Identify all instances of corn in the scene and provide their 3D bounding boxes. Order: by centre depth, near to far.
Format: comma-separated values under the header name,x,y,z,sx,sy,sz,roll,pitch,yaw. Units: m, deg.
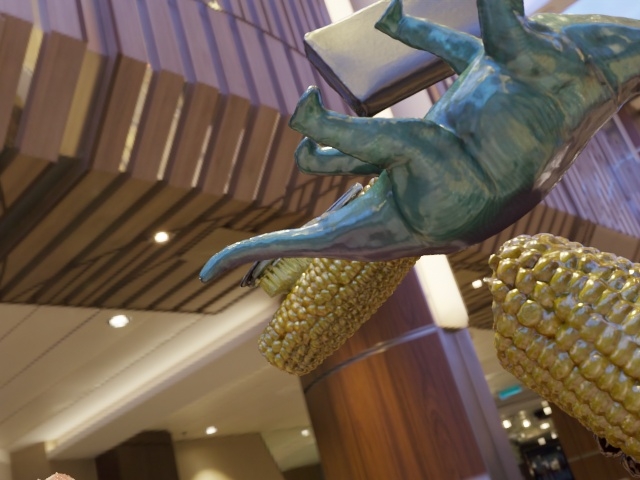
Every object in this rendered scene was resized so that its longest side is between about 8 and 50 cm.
name,x,y,z,sx,sy,sz,roll,pitch,yaw
corn,0.286,0.119,0.481,0.144,0.387,0.144,-38,-38,-38
corn,0.048,0.026,0.801,0.310,0.101,0.101,-55,-34,9

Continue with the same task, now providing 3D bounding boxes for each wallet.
name,x,y,z,sx,sy,sz,roll,pitch,yaw
wallet,0.113,-0.235,0.817,0.250,0.149,0.044,-30,-30,-14

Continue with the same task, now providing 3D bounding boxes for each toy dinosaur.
name,x,y,z,sx,sy,sz,roll,pitch,yaw
toy dinosaur,0.153,-0.038,0.487,0.383,0.331,0.129,-56,-2,8

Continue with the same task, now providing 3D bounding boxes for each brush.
name,x,y,z,sx,sy,sz,roll,pitch,yaw
brush,0.000,0.000,0.938,0.297,0.060,0.068,-42,-10,-50

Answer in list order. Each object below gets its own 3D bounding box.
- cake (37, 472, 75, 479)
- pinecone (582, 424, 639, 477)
name,x,y,z,sx,sy,sz,roll,pitch,yaw
cake,-0.165,0.273,0.500,0.109,0.225,0.090,-41,-23,-22
pinecone,0.497,0.231,1.048,0.244,0.309,0.244,0,-62,0
